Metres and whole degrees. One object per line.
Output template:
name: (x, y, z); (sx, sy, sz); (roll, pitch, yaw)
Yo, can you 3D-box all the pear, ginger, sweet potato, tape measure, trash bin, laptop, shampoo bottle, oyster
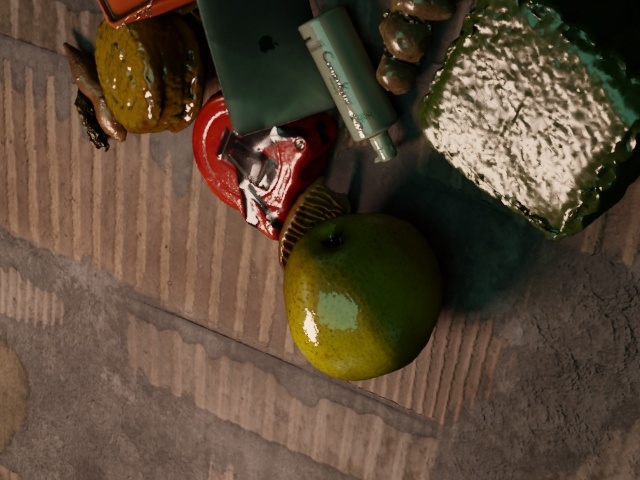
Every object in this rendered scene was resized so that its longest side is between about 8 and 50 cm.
pear: (0.069, 0.089, 1.916); (0.294, 0.294, 0.294); (15, 120, 27)
ginger: (0.138, -0.321, 1.798); (0.104, 0.080, 0.204); (31, 125, 10)
sweet potato: (-0.428, -0.288, 2.206); (0.065, 0.051, 0.218); (-24, 98, 33)
tape measure: (-0.107, -0.152, 2.022); (0.260, 0.114, 0.253); (33, 126, 15)
trash bin: (-0.259, -0.435, 1.900); (0.161, 0.238, 0.184); (-18, 104, 38)
laptop: (-0.090, -0.322, 1.884); (0.015, 0.187, 0.269); (-169, 62, -70)
shampoo bottle: (0.057, -0.251, 1.883); (0.085, 0.085, 0.262); (-20, 101, 38)
oyster: (-0.446, -0.235, 2.237); (0.029, 0.086, 0.132); (-24, 111, 5)

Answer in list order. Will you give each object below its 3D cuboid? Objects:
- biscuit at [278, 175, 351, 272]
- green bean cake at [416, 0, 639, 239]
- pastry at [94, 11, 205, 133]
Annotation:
biscuit: (0.001, 0.000, 2.029); (0.031, 0.176, 0.228); (41, 172, 40)
green bean cake: (0.336, -0.215, 1.650); (0.335, 0.218, 0.319); (45, 137, 15)
pastry: (-0.319, -0.305, 2.048); (0.235, 0.132, 0.240); (5, 105, 48)
